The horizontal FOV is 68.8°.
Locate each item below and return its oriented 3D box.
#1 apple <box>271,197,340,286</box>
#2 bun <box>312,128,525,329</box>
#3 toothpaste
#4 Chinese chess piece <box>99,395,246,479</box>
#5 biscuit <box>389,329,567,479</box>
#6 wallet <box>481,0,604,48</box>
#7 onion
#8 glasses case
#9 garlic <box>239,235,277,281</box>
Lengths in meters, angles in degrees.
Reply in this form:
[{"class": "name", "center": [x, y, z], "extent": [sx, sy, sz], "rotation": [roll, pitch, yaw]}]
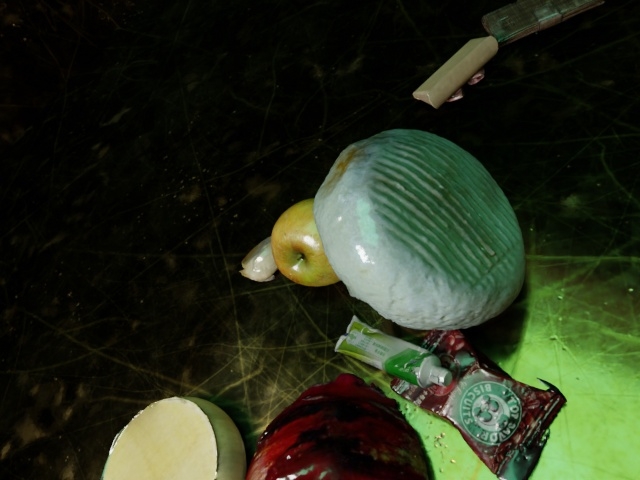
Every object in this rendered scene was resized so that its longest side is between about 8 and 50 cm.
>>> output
[{"class": "apple", "center": [0.000, 0.000, 0.903], "extent": [0.182, 0.182, 0.155], "rotation": [6, 34, 30]}, {"class": "bun", "center": [0.149, -0.011, 0.750], "extent": [0.211, 0.362, 0.362], "rotation": [-43, 40, 45]}, {"class": "toothpaste", "center": [0.113, 0.186, 0.771], "extent": [0.248, 0.047, 0.078], "rotation": [11, 66, 54]}, {"class": "Chinese chess piece", "center": [-0.254, 0.405, 0.814], "extent": [0.257, 0.104, 0.257], "rotation": [-13, 56, 20]}, {"class": "biscuit", "center": [0.231, 0.230, 0.705], "extent": [0.235, 0.063, 0.151], "rotation": [33, 87, 34]}, {"class": "wallet", "center": [0.493, -0.517, 1.050], "extent": [0.230, 0.042, 0.124], "rotation": [-18, 51, 15]}, {"class": "onion", "center": [-0.012, 0.339, 0.710], "extent": [0.314, 0.146, 0.280], "rotation": [-26, 48, 16]}, {"class": "glasses case", "center": [0.301, -0.364, 1.048], "extent": [0.193, 0.070, 0.102], "rotation": [-43, 23, 0]}, {"class": "garlic", "center": [-0.111, 0.027, 1.001], "extent": [0.152, 0.066, 0.084], "rotation": [-41, 49, 1]}]
